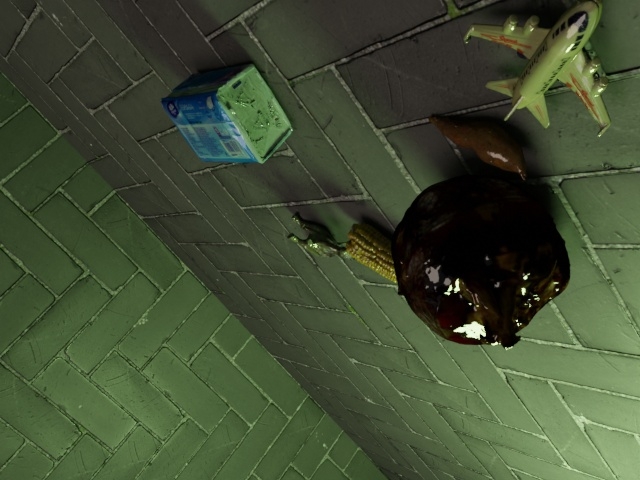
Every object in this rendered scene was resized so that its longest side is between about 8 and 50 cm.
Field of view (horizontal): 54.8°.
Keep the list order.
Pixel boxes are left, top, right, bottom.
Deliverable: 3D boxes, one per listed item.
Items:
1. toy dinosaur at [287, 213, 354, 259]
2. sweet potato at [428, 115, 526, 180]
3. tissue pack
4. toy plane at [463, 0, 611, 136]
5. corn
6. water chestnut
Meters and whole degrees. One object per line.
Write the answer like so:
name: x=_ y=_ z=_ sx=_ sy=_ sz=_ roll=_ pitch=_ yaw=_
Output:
toy dinosaur: x=-0.004 y=0.007 z=1.726 sx=0.162 sy=0.077 sz=0.294 roll=32 pitch=-176 yaw=-18
sweet potato: x=0.274 y=-0.182 z=1.070 sx=0.226 sy=0.068 sz=0.068 roll=40 pitch=160 yaw=34
tissue pack: x=-0.225 y=-0.297 z=1.475 sx=0.263 sy=0.146 sz=0.198 roll=10 pitch=141 yaw=49
toy plane: x=0.314 y=-0.247 z=0.842 sx=0.242 sy=0.104 sz=0.256 roll=39 pitch=156 yaw=8
corn: x=0.195 y=0.053 z=1.549 sx=0.291 sy=0.101 sz=0.101 roll=28 pitch=154 yaw=15
water chestnut: x=0.301 y=0.062 z=1.132 sx=0.335 sy=0.335 sz=0.347 roll=59 pitch=-175 yaw=-36
